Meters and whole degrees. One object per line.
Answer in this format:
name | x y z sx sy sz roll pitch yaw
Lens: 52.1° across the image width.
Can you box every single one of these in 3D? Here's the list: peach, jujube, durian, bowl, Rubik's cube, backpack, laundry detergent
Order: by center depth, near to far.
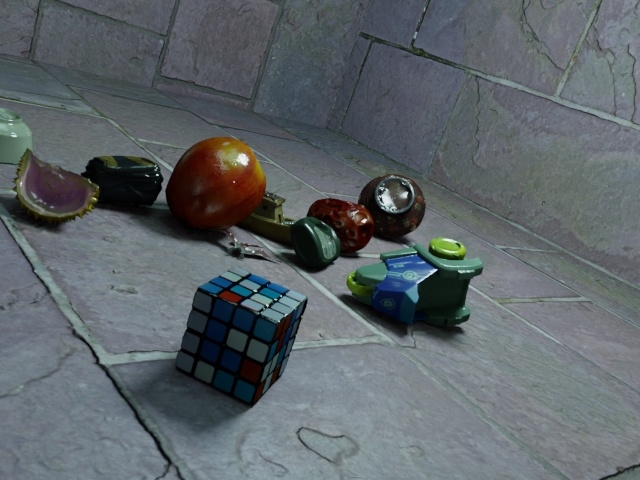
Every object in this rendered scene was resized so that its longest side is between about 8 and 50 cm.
Rubik's cube | -0.129 0.154 1.101 0.151 0.154 0.155 23 16 13
durian | -0.590 -0.110 1.454 0.182 0.132 0.165 18 24 -20
backpack | -0.527 -0.166 1.731 0.206 0.133 0.258 0 18 -30
peach | -0.282 -0.143 1.734 0.238 0.281 0.281 61 -5 -29
bowl | -0.866 -0.290 1.744 0.211 0.112 0.211 18 18 -6
laundry detergent | 0.000 0.000 1.817 0.144 0.078 0.222 65 24 4
jujube | 0.058 -0.053 2.011 0.155 0.155 0.230 6 12 -39

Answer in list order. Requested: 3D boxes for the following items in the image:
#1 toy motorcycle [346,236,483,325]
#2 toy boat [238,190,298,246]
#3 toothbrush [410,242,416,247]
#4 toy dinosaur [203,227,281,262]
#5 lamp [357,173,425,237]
toy motorcycle | 0.239 0.124 1.630 0.326 0.191 0.200 -5 30 -24
toy boat | -0.176 -0.088 1.886 0.321 0.121 0.089 24 23 12
toothbrush | 0.380 0.069 2.207 0.025 0.020 0.286 18 15 -29
toy dinosaur | -0.201 0.016 1.677 0.220 0.032 0.108 28 12 -7
lamp | 0.253 -0.121 2.329 0.247 0.247 0.247 18 16 -6
